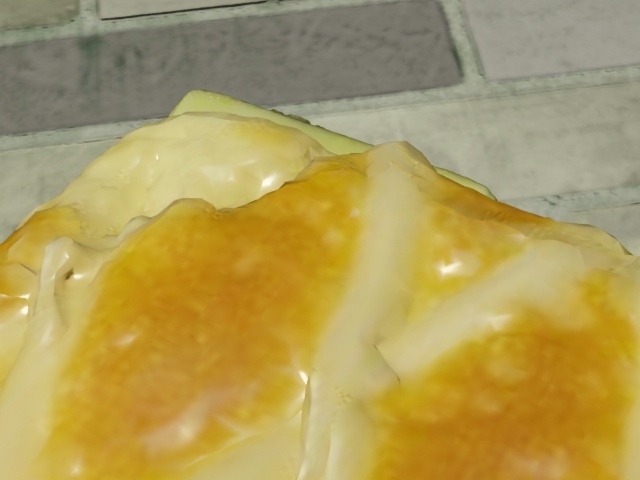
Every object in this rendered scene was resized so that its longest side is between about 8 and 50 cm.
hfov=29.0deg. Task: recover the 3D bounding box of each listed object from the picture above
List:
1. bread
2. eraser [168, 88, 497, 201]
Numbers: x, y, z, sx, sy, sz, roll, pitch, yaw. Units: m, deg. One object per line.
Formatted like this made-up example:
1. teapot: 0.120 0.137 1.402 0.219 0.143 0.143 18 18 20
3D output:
1. bread: 0.006 0.181 0.389 0.371 0.279 0.390 28 55 20
2. eraser: 0.000 0.000 0.633 0.172 0.117 0.058 20 54 17
